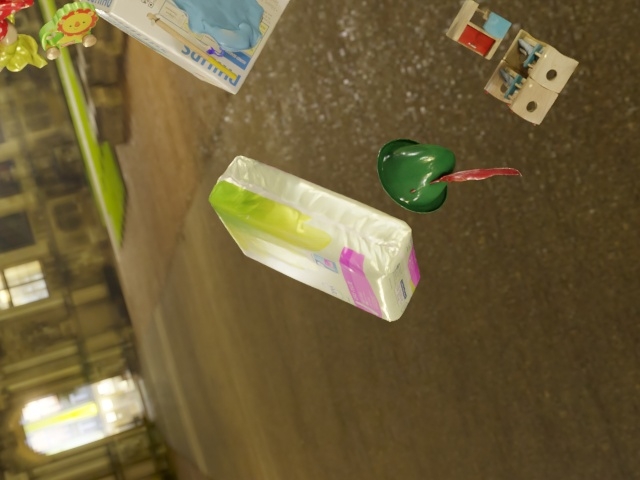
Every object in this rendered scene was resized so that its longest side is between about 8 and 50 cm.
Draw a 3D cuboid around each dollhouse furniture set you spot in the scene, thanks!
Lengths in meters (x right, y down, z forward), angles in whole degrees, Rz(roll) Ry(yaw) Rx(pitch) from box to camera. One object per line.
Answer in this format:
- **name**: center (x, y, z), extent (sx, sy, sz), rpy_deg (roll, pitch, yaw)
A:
- **dollhouse furniture set**: center (0.315, -0.308, 1.784), extent (0.129, 0.184, 0.129), rpy_deg (-60, 23, 15)

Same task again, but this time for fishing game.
- **fishing game**: center (-0.146, -0.318, 1.318), extent (0.041, 0.189, 0.264), rpy_deg (-31, 44, 34)

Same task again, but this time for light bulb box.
- **light bulb box**: center (-0.275, -0.578, 2.290), extent (0.358, 0.361, 0.225), rpy_deg (30, 180, -33)

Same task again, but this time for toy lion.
- **toy lion**: center (-0.405, -0.343, 1.658), extent (0.034, 0.100, 0.096), rpy_deg (62, 167, 20)

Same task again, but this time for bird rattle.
- **bird rattle**: center (-0.565, -0.328, 1.760), extent (0.143, 0.207, 0.253), rpy_deg (38, 170, -7)

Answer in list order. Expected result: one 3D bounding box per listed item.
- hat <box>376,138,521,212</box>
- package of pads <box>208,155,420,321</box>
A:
- **hat**: center (0.248, -0.167, 2.091), extent (0.183, 0.209, 0.173), rpy_deg (-35, 67, 50)
- **package of pads**: center (0.000, 0.000, 1.548), extent (0.297, 0.101, 0.229), rpy_deg (24, 165, 17)
